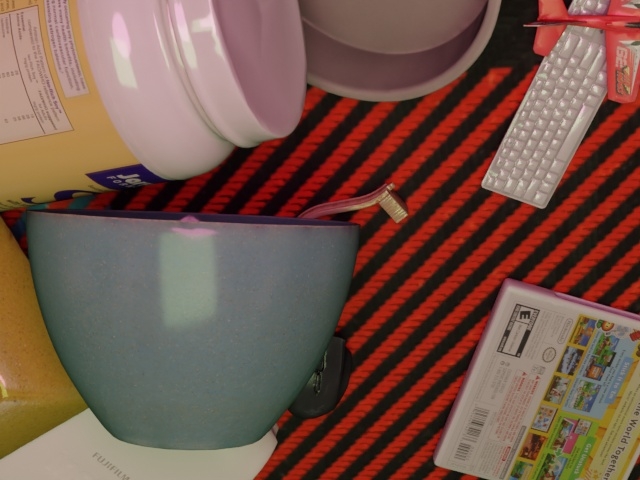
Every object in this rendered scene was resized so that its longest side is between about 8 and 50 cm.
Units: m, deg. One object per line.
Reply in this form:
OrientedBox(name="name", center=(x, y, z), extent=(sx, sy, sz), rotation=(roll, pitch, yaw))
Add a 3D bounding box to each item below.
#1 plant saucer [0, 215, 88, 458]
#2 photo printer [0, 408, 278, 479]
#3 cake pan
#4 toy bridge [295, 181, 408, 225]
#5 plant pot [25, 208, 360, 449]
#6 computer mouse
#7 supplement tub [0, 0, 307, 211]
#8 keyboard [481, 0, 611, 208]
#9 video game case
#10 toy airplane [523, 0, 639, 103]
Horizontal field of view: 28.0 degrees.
OrientedBox(name="plant saucer", center=(-0.426, 0.093, 1.223), extent=(0.332, 0.081, 0.333), rotation=(-31, 93, 17))
OrientedBox(name="photo printer", center=(-0.215, 0.213, 1.322), extent=(0.256, 0.107, 0.307), rotation=(42, 108, -16))
OrientedBox(name="cake pan", center=(0.023, -0.251, 1.068), extent=(0.293, 0.054, 0.293), rotation=(20, 137, 20))
OrientedBox(name="toy bridge", center=(0.000, 0.000, 1.268), extent=(0.188, 0.026, 0.063), rotation=(-38, 109, 17))
OrientedBox(name="plant pot", center=(-0.113, 0.075, 1.130), extent=(0.290, 0.290, 0.196), rotation=(2, 93, -1))
OrientedBox(name="computer mouse", center=(0.004, 0.089, 1.281), extent=(0.071, 0.041, 0.242), rotation=(1, 124, -9))
OrientedBox(name="supplement tub", center=(-0.200, -0.155, 1.049), extent=(0.331, 0.241, 0.241), rotation=(-9, 115, 19))
OrientedBox(name="keyboard", center=(0.236, -0.149, 1.205), extent=(0.072, 0.014, 0.256), rotation=(21, 114, -9))
OrientedBox(name="video game case", center=(0.251, 0.165, 1.345), extent=(0.206, 0.026, 0.227), rotation=(16, 113, -7))
OrientedBox(name="toy airplane", center=(0.255, -0.196, 1.162), extent=(0.151, 0.028, 0.151), rotation=(-2, 116, -4))
